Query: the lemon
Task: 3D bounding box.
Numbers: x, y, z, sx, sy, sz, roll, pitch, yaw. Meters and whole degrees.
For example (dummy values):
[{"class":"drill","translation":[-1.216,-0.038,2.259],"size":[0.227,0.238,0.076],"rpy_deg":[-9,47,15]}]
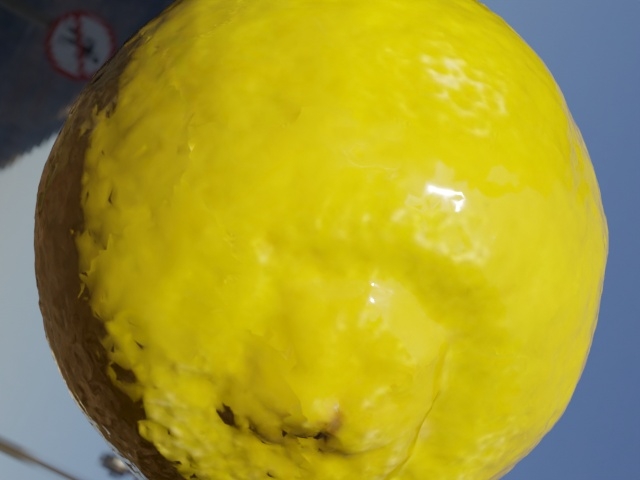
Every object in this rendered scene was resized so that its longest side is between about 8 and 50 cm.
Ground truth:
[{"class":"lemon","translation":[0.000,0.000,0.931],"size":[0.348,0.348,0.348],"rpy_deg":[-58,-168,19]}]
